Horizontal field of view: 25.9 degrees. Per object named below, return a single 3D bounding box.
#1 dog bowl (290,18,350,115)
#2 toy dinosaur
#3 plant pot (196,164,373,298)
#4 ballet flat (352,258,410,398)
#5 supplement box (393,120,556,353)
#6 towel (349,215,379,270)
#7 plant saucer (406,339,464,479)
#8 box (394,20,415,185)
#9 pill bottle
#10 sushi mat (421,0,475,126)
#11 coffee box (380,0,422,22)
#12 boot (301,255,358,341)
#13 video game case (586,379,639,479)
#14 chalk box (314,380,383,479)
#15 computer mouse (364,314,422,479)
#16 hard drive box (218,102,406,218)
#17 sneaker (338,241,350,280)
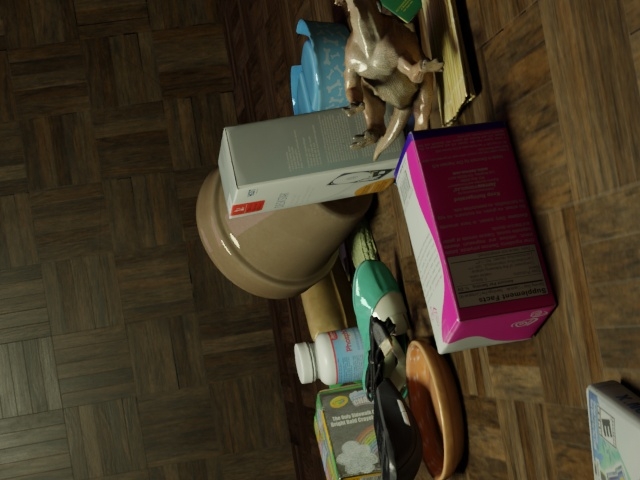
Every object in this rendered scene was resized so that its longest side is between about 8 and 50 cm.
[{"bbox_3d":[0.007,-0.254,2.323,0.297,0.074,0.166,101,158,-66],"label":"dog bowl"},{"bbox_3d":[0.083,-0.224,1.656,0.295,0.127,0.200,70,-167,-57],"label":"toy dinosaur"},{"bbox_3d":[-0.034,-0.060,2.270,0.229,0.263,0.263,-31,65,48],"label":"plant pot"},{"bbox_3d":[0.106,0.147,2.143,0.087,0.083,0.247,27,129,49],"label":"ballet flat"},{"bbox_3d":[0.162,-0.003,1.498,0.111,0.114,0.220,107,154,-67],"label":"supplement box"},{"bbox_3d":[0.073,0.029,2.332,0.110,0.027,0.148,93,165,-54],"label":"towel"},{"bbox_3d":[0.163,0.237,1.956,0.200,0.037,0.200,172,90,-81],"label":"plant saucer"},{"bbox_3d":[0.110,-0.181,1.875,0.136,0.037,0.225,-136,38,-75],"label":"box"},{"bbox_3d":[0.043,0.185,2.247,0.087,0.160,0.087,171,90,-80],"label":"pill bottle"},{"bbox_3d":[0.137,-0.300,1.653,0.151,0.019,0.316,134,127,-79],"label":"sushi mat"},{"bbox_3d":[0.042,-0.353,1.747,0.040,0.184,0.113,-50,32,17],"label":"coffee box"},{"bbox_3d":[-0.030,0.051,2.421,0.089,0.236,0.269,-35,62,41],"label":"boot"},{"bbox_3d":[0.304,0.314,1.170,0.300,0.036,0.329,-136,39,-75],"label":"video game case"},{"bbox_3d":[0.065,0.322,2.337,0.132,0.132,0.213,95,165,-55],"label":"chalk box"},{"bbox_3d":[0.110,0.229,1.998,0.262,0.060,0.184,-101,10,-54],"label":"computer mouse"},{"bbox_3d":[-0.014,-0.109,1.877,0.181,0.232,0.089,118,141,-77],"label":"hard drive box"},{"bbox_3d":[0.000,0.000,2.568,0.069,0.084,0.185,111,149,-72],"label":"sneaker"}]
